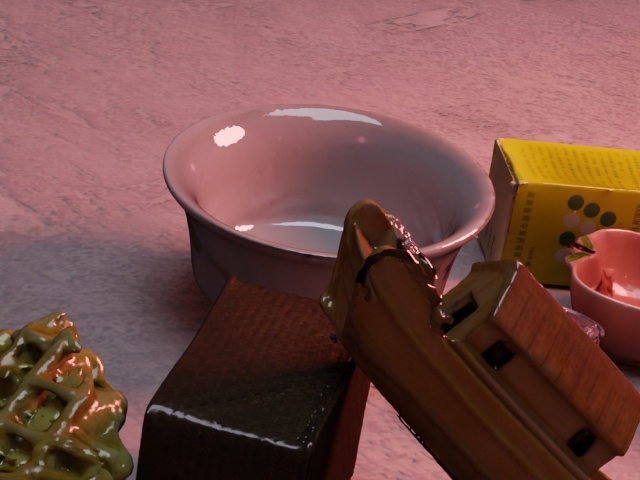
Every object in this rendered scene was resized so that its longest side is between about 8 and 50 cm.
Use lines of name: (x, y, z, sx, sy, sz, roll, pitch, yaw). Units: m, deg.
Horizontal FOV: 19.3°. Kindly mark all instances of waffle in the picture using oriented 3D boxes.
waffle: (-0.294, 0.177, 1.482, 0.297, 0.073, 0.317, -17, 40, -4)

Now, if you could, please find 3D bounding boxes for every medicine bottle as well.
medicine bottle: (0.319, -0.025, 2.197, 0.250, 0.137, 0.141, 5, 24, -9)

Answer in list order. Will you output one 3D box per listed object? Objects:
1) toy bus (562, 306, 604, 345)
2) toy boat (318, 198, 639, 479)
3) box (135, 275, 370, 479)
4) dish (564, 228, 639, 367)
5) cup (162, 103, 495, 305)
toy bus: (0.216, 0.125, 1.900, 0.079, 0.077, 0.174, 25, 28, 31)
toy boat: (0.167, 0.135, 1.559, 0.445, 0.162, 0.136, 49, 9, -24)
box: (-0.052, 0.167, 1.577, 0.143, 0.184, 0.273, 14, 25, 8)
dish: (0.352, 0.074, 2.052, 0.213, 0.090, 0.213, 10, 25, -5)
cup: (0.000, 0.000, 1.976, 0.347, 0.163, 0.347, 6, 29, -3)
